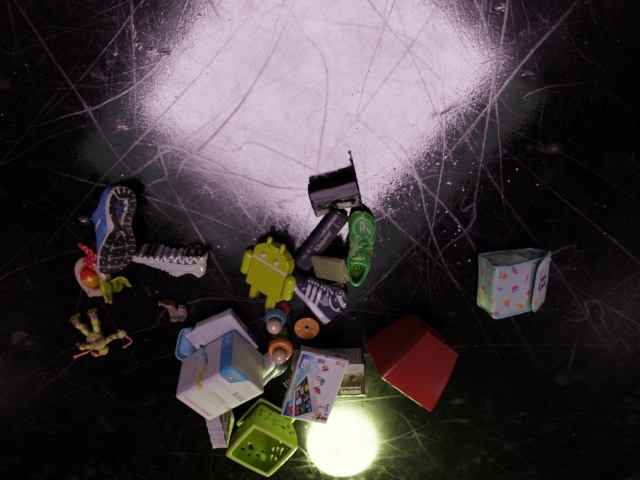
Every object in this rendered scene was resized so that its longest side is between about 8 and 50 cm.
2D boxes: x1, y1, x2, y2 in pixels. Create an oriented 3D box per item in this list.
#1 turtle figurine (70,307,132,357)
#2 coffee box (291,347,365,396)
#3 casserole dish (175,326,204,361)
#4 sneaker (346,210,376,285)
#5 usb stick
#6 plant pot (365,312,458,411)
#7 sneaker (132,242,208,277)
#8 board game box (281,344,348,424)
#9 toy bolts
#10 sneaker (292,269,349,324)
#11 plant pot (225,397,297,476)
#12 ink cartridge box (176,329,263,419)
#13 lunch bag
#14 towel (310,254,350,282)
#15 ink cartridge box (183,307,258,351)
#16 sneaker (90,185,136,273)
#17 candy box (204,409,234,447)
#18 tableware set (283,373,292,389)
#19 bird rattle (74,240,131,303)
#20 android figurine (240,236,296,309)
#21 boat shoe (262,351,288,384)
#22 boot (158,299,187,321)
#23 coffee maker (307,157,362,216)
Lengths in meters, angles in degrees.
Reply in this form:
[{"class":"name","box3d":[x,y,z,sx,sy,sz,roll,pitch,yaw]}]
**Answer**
[{"class":"turtle figurine","box3d":[-0.936,0.396,1.882,0.269,0.087,0.217,-15,113,8]},{"class":"coffee box","box3d":[0.037,0.552,1.918,0.297,0.119,0.168,-2,113,3]},{"class":"casserole dish","box3d":[-0.539,0.433,1.920,0.114,0.037,0.188,16,114,-6]},{"class":"sneaker","box3d":[0.151,0.035,1.687,0.109,0.123,0.295,2,113,1]},{"class":"usb stick","box3d":[0.000,0.000,1.717,0.077,0.045,0.278,34,110,-12]},{"class":"plant pot","box3d":[0.374,0.449,1.805,0.267,0.267,0.236,37,98,-14]},{"class":"sneaker","box3d":[-0.574,0.082,1.735,0.292,0.110,0.118,6,123,-1]},{"class":"board game box","box3d":[-0.025,0.576,1.819,0.193,0.053,0.305,15,106,-9]},{"class":"toy bolts","box3d":[-0.129,0.360,1.814,0.218,0.158,0.228,-20,112,9]},{"class":"sneaker","box3d":[-0.006,0.180,1.769,0.153,0.099,0.282,-36,107,12]},{"class":"plant pot","box3d":[-0.246,0.841,2.002,0.228,0.207,0.227,35,109,-13]},{"class":"ink cartridge box","box3d":[-0.393,0.535,1.821,0.270,0.197,0.198,-30,122,12]},{"class":"lunch bag","box3d":[0.736,0.152,1.715,0.262,0.160,0.223,-7,111,-8]},{"class":"towel","box3d":[0.036,0.103,1.698,0.148,0.027,0.110,6,129,32]},{"class":"ink cartridge box","box3d":[-0.404,0.400,1.877,0.224,0.045,0.223,-24,123,9]},{"class":"sneaker","box3d":[-0.751,-0.041,1.662,0.130,0.147,0.330,4,102,-46]},{"class":"candy box","box3d":[-0.441,0.756,1.994,0.071,0.159,0.233,-4,114,3]},{"class":"tableware set","box3d":[-0.071,0.594,1.863,0.104,0.024,0.154,-38,106,8]},{"class":"bird rattle","box3d":[-0.863,0.127,1.748,0.207,0.143,0.253,-20,110,27]},{"class":"android figurine","box3d":[-0.191,0.118,1.716,0.248,0.056,0.273,31,118,24]},{"class":"boat shoe","box3d":[-0.263,0.596,1.946,0.099,0.116,0.319,30,114,-33]},{"class":"boot","box3d":[-0.598,0.287,1.855,0.118,0.042,0.087,11,116,-4]},{"class":"coffee maker","box3d":[0.046,-0.182,1.612,0.178,0.120,0.171,-13,89,5]}]
